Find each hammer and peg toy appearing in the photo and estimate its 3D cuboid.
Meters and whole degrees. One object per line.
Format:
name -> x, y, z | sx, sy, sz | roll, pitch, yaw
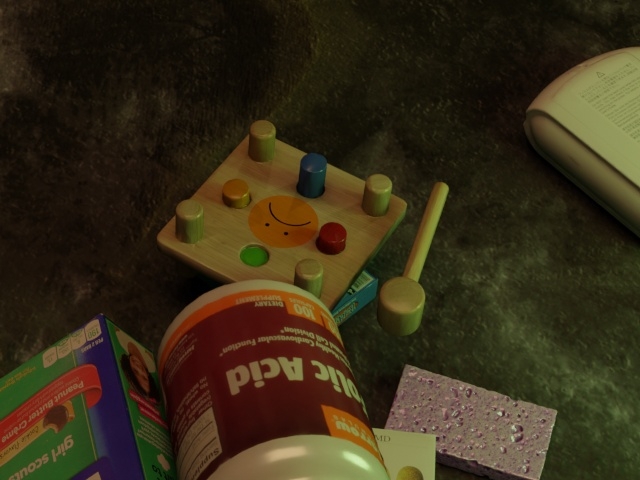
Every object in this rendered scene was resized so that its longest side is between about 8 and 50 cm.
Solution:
hammer and peg toy -> 0.000, 0.000, 2.052 | 0.361, 0.127, 0.266 | 25, 51, 16

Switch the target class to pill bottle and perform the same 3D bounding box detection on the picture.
pill bottle -> -0.047, 0.241, 1.685 | 0.224, 0.224, 0.392 | -7, 37, -10

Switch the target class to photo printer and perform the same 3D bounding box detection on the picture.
photo printer -> 0.475, -0.155, 2.296 | 0.256, 0.107, 0.307 | -31, 59, -27

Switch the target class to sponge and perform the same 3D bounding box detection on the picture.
sponge -> 0.191, 0.241, 1.991 | 0.210, 0.031, 0.117 | 17, 51, 9

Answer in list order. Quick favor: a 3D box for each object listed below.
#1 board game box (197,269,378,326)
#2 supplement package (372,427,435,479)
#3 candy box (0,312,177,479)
board game box -> -0.051, 0.047, 2.122 | 0.160, 0.047, 0.210 | -36, 62, -28
supplement package -> 0.059, 0.357, 1.817 | 0.139, 0.134, 0.244 | 5, 50, -1
candy box -> -0.294, 0.289, 1.769 | 0.268, 0.122, 0.317 | -33, 50, 13
